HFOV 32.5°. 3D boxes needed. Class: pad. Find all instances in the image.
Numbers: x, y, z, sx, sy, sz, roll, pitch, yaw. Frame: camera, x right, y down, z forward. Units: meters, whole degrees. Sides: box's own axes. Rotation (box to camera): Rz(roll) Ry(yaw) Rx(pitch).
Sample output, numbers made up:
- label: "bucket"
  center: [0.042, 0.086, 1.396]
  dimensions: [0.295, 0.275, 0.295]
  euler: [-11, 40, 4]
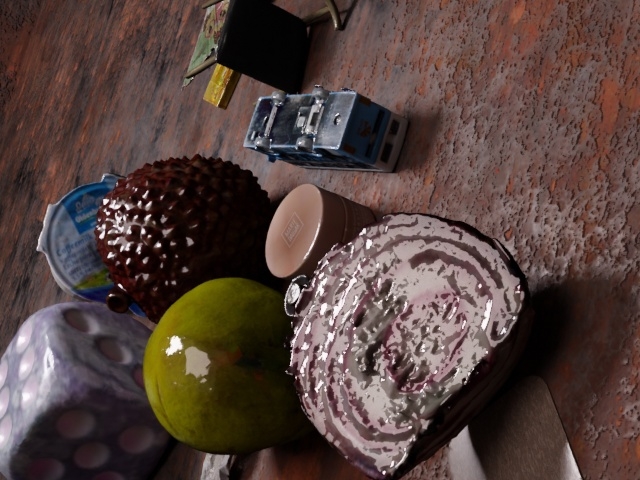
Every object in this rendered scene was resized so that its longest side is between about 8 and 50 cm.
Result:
- label: "pad"
  center: [0.223, 0.292, 1.218]
  dimensions: [0.176, 0.002, 0.266]
  euler: [-47, 37, 32]

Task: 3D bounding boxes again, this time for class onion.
- label: "onion"
  center: [0.112, 0.109, 1.319]
  dimensions: [0.314, 0.146, 0.280]
  euler: [-54, 51, 12]

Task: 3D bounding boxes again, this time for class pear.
- label: "pear"
  center: [-0.124, 0.187, 1.586]
  dimensions: [0.321, 0.269, 0.269]
  euler: [11, 81, 42]

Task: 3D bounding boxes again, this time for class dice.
- label: "dice"
  center: [-0.429, 0.292, 1.981]
  dimensions: [0.270, 0.271, 0.270]
  euler: [-55, 34, 22]

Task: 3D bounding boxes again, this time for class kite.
- label: "kite"
  center: [-0.222, -0.460, 2.365]
  dimensions: [0.323, 0.013, 0.267]
  euler: [-45, 38, 36]

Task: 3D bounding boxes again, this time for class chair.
- label: "chair"
  center: [-0.104, -0.360, 1.957]
  dimensions: [0.272, 0.188, 0.166]
  euler: [-15, 60, 57]

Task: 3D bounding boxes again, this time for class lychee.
- label: "lychee"
  center: [-0.224, 0.006, 1.811]
  dimensions: [0.330, 0.306, 0.306]
  euler: [-39, 26, -17]

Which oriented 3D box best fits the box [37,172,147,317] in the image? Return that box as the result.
- label: "box"
  center: [-0.429, 0.038, 2.226]
  dimensions: [0.262, 0.291, 0.206]
  euler: [-35, 2, -25]

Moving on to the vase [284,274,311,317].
- label: "vase"
  center: [0.036, 0.096, 1.454]
  dimensions: [0.120, 0.183, 0.120]
  euler: [-35, 44, 42]

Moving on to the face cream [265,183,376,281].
- label: "face cream"
  center: [0.000, 0.000, 1.646]
  dimensions: [0.149, 0.104, 0.149]
  euler: [-35, 45, 43]

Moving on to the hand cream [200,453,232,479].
- label: "hand cream"
  center: [-0.147, 0.339, 1.733]
  dimensions: [0.084, 0.050, 0.257]
  euler: [32, 102, 56]

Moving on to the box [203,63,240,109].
- label: "box"
  center: [-0.187, -0.348, 2.230]
  dimensions: [0.156, 0.022, 0.089]
  euler: [-64, 30, 8]

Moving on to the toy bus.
- label: "toy bus"
  center: [0.000, -0.171, 1.725]
  dimensions: [0.297, 0.131, 0.106]
  euler: [9, 80, 60]
